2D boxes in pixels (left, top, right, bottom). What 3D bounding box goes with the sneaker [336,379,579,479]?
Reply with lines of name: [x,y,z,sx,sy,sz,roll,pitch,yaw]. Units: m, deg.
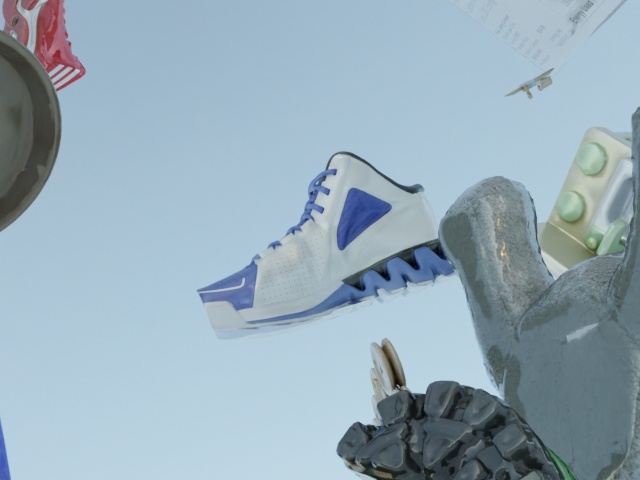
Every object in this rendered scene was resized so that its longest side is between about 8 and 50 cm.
sneaker: [0.092,0.225,0.315,0.134,0.344,0.146,-24,-38,33]

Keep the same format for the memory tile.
memory tile: [0.060,0.142,0.618,0.012,0.113,0.148,-19,-36,-10]

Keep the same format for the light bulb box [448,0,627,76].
light bulb box: [0.140,-0.353,0.731,0.361,0.358,0.225,37,-90,3]

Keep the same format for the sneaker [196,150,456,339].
sneaker: [0.001,0.000,1.074,0.315,0.182,0.127,-15,-11,-11]

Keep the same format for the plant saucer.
plant saucer: [-0.415,-0.110,0.981,0.277,0.041,0.278,-25,-46,-29]

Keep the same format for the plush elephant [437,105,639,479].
plush elephant: [0.252,0.085,0.535,0.255,0.330,0.272,8,-26,-23]

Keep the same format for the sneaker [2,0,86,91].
sneaker: [-0.416,-0.320,1.398,0.087,0.221,0.128,-1,-25,29]

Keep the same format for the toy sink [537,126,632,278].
toy sink: [0.336,-0.029,0.936,0.234,0.153,0.131,-6,-55,-38]

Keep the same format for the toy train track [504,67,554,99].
toy train track: [0.187,-0.132,0.789,0.048,0.083,0.014,-30,-84,4]

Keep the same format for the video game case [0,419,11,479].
video game case: [-0.384,0.305,1.015,0.061,0.270,0.244,-8,-11,-28]
